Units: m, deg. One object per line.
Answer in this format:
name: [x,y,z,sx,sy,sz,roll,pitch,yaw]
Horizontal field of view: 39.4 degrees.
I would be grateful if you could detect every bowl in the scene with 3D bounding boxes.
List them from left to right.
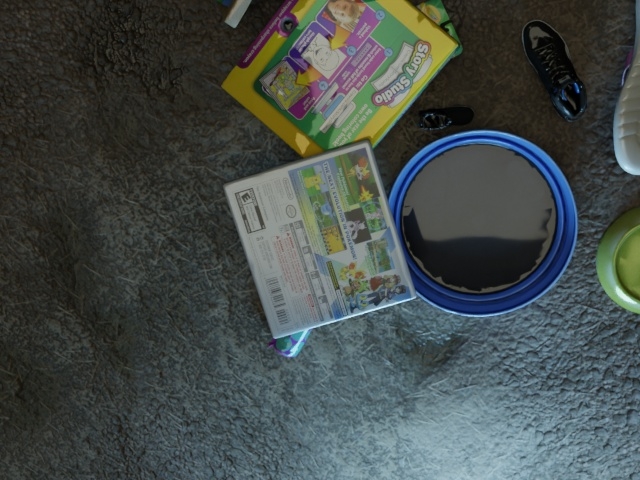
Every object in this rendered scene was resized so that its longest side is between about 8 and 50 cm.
bowl: [0.328,-0.038,1.853,0.392,0.077,0.390,1,101,6]

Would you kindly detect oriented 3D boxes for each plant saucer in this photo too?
plant saucer: [0.696,0.044,1.846,0.241,0.037,0.240,1,102,6]

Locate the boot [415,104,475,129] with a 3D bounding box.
boot: [0.253,-0.248,1.807,0.121,0.099,0.045,0,103,7]

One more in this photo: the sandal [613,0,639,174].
sandal: [0.658,-0.329,1.750,0.170,0.102,0.416,12,90,-11]

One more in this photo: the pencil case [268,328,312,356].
pencil case: [-0.049,0.180,1.949,0.070,0.064,0.151,24,103,-15]

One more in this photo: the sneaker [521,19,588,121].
sneaker: [0.468,-0.337,1.752,0.079,0.121,0.216,-27,97,10]

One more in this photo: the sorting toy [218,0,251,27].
sorting toy: [-0.144,-0.554,1.705,0.089,0.257,0.255,28,104,-18]

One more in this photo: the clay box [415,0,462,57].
clay box: [0.165,-0.388,1.813,0.222,0.053,0.127,-24,96,11]

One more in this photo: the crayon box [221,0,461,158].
crayon box: [0.039,-0.344,1.761,0.313,0.106,0.363,41,105,0]

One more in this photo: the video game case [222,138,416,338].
video game case: [0.000,0.000,1.754,0.300,0.036,0.328,-17,99,5]
